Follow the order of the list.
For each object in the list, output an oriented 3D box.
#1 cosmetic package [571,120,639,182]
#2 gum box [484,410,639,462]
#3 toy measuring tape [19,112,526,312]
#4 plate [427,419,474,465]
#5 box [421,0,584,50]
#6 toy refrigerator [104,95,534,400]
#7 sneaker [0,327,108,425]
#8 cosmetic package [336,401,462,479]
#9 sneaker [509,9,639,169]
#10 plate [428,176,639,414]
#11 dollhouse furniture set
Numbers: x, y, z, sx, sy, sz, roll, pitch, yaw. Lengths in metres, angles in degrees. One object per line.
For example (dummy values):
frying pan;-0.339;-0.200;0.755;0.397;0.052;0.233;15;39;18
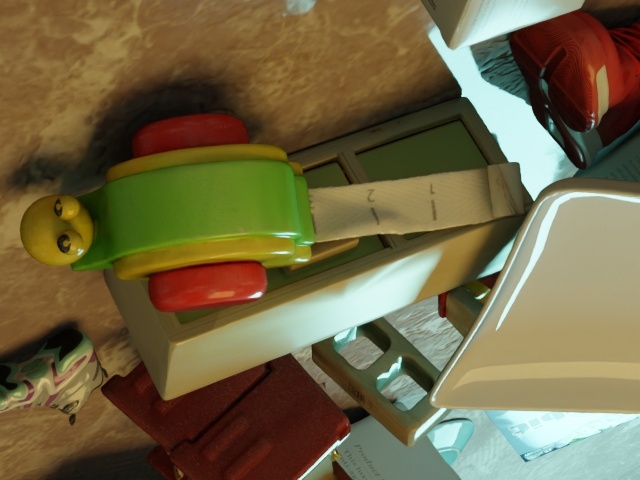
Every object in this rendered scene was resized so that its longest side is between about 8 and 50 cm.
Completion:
cosmetic package;0.297;-0.063;1.102;0.231;0.117;0.085;-37;-176;37
gum box;0.264;0.167;1.658;0.157;0.041;0.184;-24;145;11
toy measuring tape;-0.010;-0.021;0.903;0.330;0.121;0.121;-6;150;-19
plate;0.102;0.268;1.779;0.188;0.024;0.188;-23;156;-11
box;0.089;-0.173;0.773;0.087;0.101;0.102;-20;157;-20
toy refrigerator;0.000;0.000;1.023;0.269;0.102;0.094;-19;155;-20
sneaker;-0.195;0.111;1.078;0.098;0.038;0.069;-27;132;-2
cosmetic package;-0.027;0.335;1.415;0.453;0.230;0.161;-16;156;-52
sneaker;0.205;-0.132;1.038;0.128;0.087;0.221;-38;169;-1
plate;0.240;0.040;1.085;0.277;0.045;0.278;3;144;-14
dollhouse furniture set;0.031;0.075;1.207;0.374;0.152;0.201;-41;159;-16
